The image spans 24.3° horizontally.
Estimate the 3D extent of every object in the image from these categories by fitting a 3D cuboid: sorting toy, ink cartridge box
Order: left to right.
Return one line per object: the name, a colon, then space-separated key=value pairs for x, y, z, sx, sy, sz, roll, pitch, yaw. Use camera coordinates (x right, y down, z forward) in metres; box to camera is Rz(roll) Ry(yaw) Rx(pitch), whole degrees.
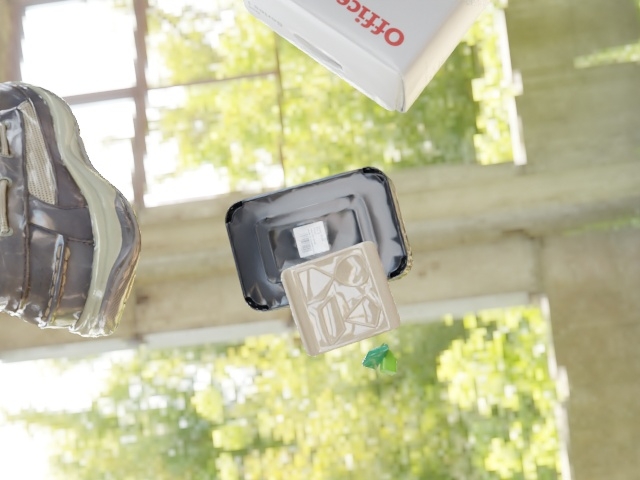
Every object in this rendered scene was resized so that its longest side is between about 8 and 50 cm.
sorting toy: x=0.017 y=0.049 z=0.916 sx=0.012 sy=0.062 sz=0.083 roll=18 pitch=-126 yaw=-84
ink cartridge box: x=0.079 y=-0.297 z=1.435 sx=0.278 sy=0.201 sz=0.117 roll=-53 pitch=-11 yaw=-9

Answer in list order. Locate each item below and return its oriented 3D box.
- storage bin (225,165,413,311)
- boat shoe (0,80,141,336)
storage bin: x=0.000 y=0.000 z=1.594 sx=0.084 sy=0.180 sz=0.122 roll=16 pitch=-121 yaw=-83
boat shoe: x=-0.257 y=-0.045 z=1.167 sx=0.355 sy=0.130 sz=0.132 roll=39 pitch=118 yaw=53
